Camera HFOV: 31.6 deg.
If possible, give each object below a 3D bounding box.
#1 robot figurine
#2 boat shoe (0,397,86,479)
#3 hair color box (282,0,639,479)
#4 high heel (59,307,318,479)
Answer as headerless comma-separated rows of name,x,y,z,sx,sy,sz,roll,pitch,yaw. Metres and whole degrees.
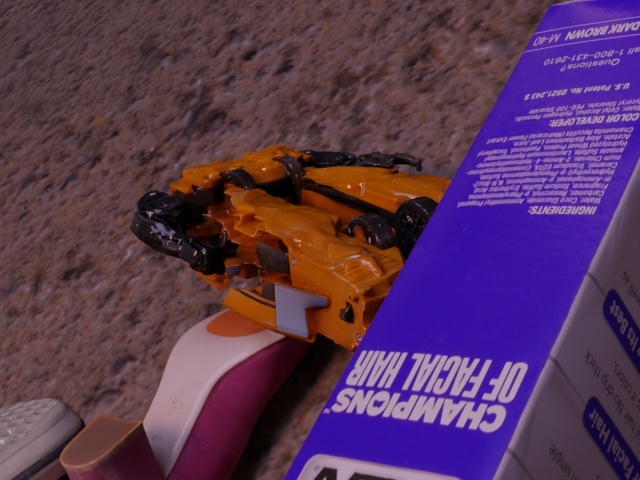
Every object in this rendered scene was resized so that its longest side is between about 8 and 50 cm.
robot figurine,0.000,0.000,0.768,0.211,0.085,0.291,-17,22,-30
boat shoe,-0.316,0.297,0.672,0.500,0.156,0.187,-47,20,-20
hair color box,0.123,0.060,0.531,0.110,0.185,0.339,-1,47,42
high heel,-0.064,0.128,0.755,0.082,0.117,0.244,2,29,35
